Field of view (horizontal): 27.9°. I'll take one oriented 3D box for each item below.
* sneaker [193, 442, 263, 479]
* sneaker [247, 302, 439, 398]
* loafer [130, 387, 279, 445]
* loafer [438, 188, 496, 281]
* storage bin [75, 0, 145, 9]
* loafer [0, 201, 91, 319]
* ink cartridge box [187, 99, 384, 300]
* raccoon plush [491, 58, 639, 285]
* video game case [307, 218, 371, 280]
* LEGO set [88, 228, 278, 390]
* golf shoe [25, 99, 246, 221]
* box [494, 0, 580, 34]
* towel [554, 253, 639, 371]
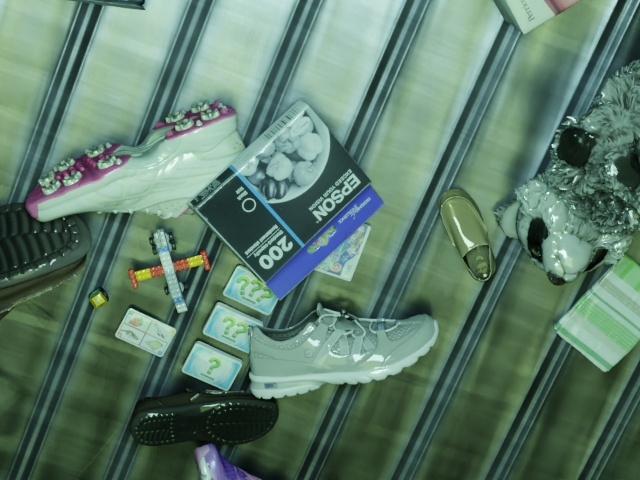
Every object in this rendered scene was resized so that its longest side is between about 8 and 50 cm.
[{"bbox_3d":[-0.099,0.382,1.901,0.105,0.095,0.236,-31,111,0],"label":"sneaker"},{"bbox_3d":[0.028,0.141,1.819,0.281,0.105,0.115,-14,102,-1],"label":"sneaker"},{"bbox_3d":[-0.168,0.241,1.856,0.220,0.078,0.080,2,120,-21],"label":"loafer"},{"bbox_3d":[0.211,-0.005,1.809,0.056,0.050,0.148,-28,107,6],"label":"loafer"},{"bbox_3d":[-0.290,-0.351,1.659,0.135,0.098,0.091,6,97,-5],"label":"storage bin"},{"bbox_3d":[-0.480,0.061,1.776,0.366,0.133,0.130,-20,144,2],"label":"loafer"},{"bbox_3d":[-0.036,-0.046,1.743,0.206,0.045,0.208,-44,119,-3],"label":"ink cartridge box"},{"bbox_3d":[0.434,-0.127,1.756,0.216,0.299,0.446,45,68,1],"label":"raccoon plush"},{"bbox_3d":[0.000,0.000,1.821,0.122,0.011,0.087,18,105,-8],"label":"video game case"},{"bbox_3d":[-0.196,0.095,1.818,0.244,0.060,0.182,27,103,-13],"label":"LEGO set"},{"bbox_3d":[-0.238,-0.073,1.729,0.306,0.115,0.140,-22,116,-2],"label":"golf shoe"},{"bbox_3d":[0.314,-0.391,1.653,0.232,0.127,0.148,-32,107,7],"label":"box"},{"bbox_3d":[0.427,0.105,1.873,0.113,0.023,0.152,38,100,-15],"label":"towel"}]
